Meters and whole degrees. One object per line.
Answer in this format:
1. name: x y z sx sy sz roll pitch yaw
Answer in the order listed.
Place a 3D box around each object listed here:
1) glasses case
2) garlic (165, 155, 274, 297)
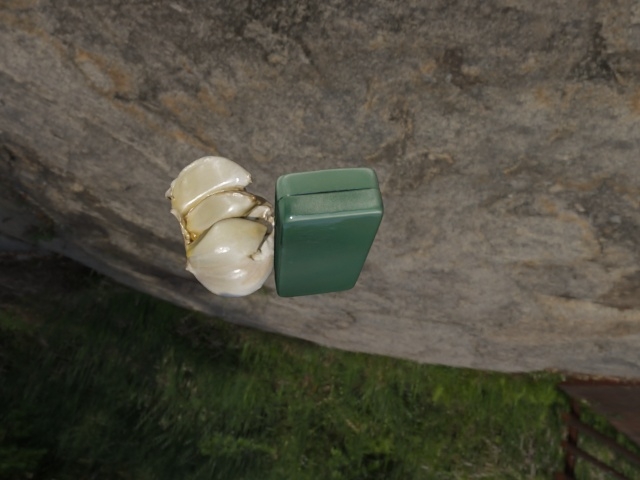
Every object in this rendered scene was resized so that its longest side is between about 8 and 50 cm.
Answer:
1. glasses case: 0.000 0.000 0.551 0.078 0.039 0.184 -6 158 -7
2. garlic: -0.168 -0.023 1.299 0.203 0.281 0.185 -25 149 13
